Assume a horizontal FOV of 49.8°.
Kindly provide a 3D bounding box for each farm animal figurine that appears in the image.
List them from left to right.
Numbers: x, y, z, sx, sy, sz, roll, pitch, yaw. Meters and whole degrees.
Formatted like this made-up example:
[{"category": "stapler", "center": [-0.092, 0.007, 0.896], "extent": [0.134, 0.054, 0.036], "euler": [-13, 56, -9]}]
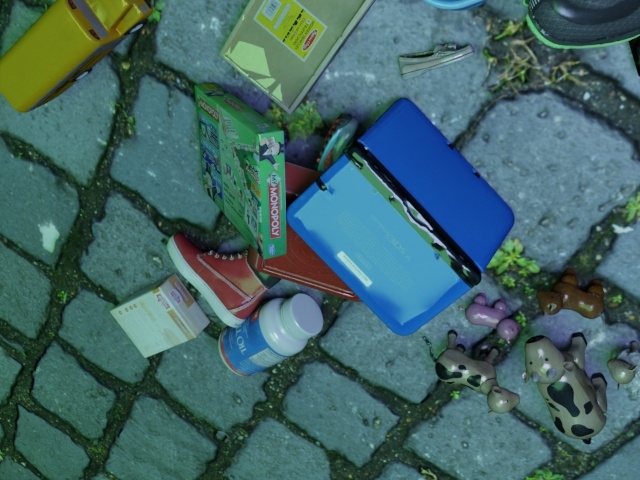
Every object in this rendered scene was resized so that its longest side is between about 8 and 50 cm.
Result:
[{"category": "farm animal figurine", "center": [0.387, 0.230, 1.211], "extent": [0.327, 0.172, 0.330], "euler": [45, 126, -5]}]

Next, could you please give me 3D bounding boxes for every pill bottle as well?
[{"category": "pill bottle", "center": [-0.102, 0.194, 1.446], "extent": [0.221, 0.124, 0.124], "euler": [-33, 101, 34]}]

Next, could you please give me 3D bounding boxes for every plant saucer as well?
[{"category": "plant saucer", "center": [0.000, 0.000, 1.235], "extent": [0.258, 0.048, 0.259], "euler": [17, 131, 1]}]

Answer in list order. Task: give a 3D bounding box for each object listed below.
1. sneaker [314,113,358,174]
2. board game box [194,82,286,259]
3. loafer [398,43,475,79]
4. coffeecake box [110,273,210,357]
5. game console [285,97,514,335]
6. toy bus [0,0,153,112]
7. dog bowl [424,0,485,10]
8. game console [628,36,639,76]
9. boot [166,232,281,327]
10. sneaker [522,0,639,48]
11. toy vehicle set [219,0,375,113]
[{"category": "sneaker", "center": [0.056, -0.106, 1.228], "extent": [0.125, 0.104, 0.262], "euler": [14, 132, 7]}, {"category": "board game box", "center": [-0.143, -0.131, 1.197], "extent": [0.317, 0.046, 0.214], "euler": [44, 139, 52]}, {"category": "loafer", "center": [0.179, -0.289, 1.087], "extent": [0.125, 0.045, 0.039], "euler": [-13, 105, 33]}, {"category": "coffeecake box", "center": [-0.371, 0.176, 1.593], "extent": [0.185, 0.068, 0.142], "euler": [-24, 106, 33]}, {"category": "game console", "center": [0.136, -0.039, 1.140], "extent": [0.293, 0.173, 0.250], "euler": [46, 114, -5]}, {"category": "toy bus", "center": [-0.465, -0.371, 1.279], "extent": [0.332, 0.130, 0.108], "euler": [-26, 105, 34]}, {"category": "dog bowl", "center": [0.249, -0.422, 0.957], "extent": [0.297, 0.074, 0.166], "euler": [-13, 112, 29]}, {"category": "game console", "center": [0.565, -0.220, 0.948], "extent": [0.213, 0.044, 0.361], "euler": [-15, 111, 31]}, {"category": "boot", "center": [-0.195, 0.034, 1.434], "extent": [0.244, 0.088, 0.176], "euler": [45, 101, 16]}, {"category": "sneaker", "center": [0.454, -0.367, 0.757], "extent": [0.482, 0.202, 0.185], "euler": [-22, 90, 15]}, {"category": "toy vehicle set", "center": [-0.040, -0.361, 1.148], "extent": [0.166, 0.035, 0.267], "euler": [41, 127, -2]}]
